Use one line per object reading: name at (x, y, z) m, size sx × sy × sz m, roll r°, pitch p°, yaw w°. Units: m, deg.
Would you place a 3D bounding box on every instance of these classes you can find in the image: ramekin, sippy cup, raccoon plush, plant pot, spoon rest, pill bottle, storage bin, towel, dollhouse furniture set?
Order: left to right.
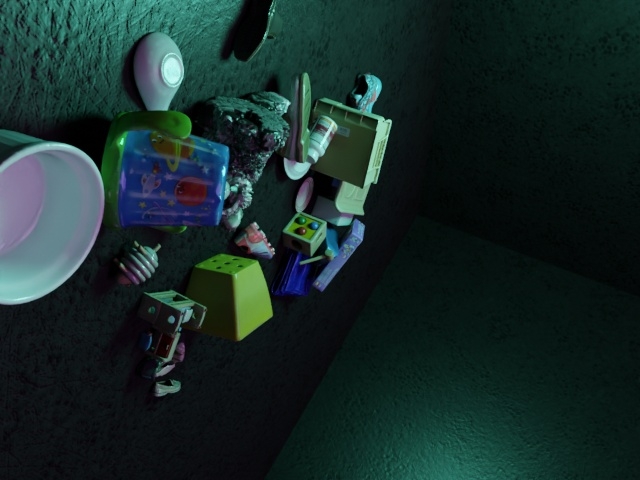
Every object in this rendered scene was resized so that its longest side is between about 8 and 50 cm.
ramekin at (-0.506, -0.046, 0.959) m, size 0.277 × 0.135 × 0.277 m, roll -53°, pitch 156°, yaw -36°
spoon rest at (-0.336, -0.307, 1.263) m, size 0.137 × 0.084 × 0.277 m, roll -49°, pitch 141°, yaw -47°
dollhouse furniture set at (-0.414, 0.245, 1.561) m, size 0.184 × 0.128 × 0.129 m, roll -70°, pitch 162°, yaw 6°
sippy cup at (-0.302, -0.125, 1.173) m, size 0.305 × 0.223 × 0.240 m, roll -152°, pitch -109°, yaw -80°
plant pot at (-0.281, 0.155, 1.746) m, size 0.212 × 0.212 × 0.187 m, roll -32°, pitch 128°, yaw -61°
raccoon plush at (-0.194, -0.212, 1.574) m, size 0.446 × 0.216 × 0.299 m, roll -35°, pitch 150°, yaw -59°
towel at (-0.090, 0.132, 2.432) m, size 0.228 × 0.076 × 0.308 m, roll -67°, pitch 162°, yaw 0°
pill bottle at (-0.012, -0.338, 1.963) m, size 0.152 × 0.086 × 0.086 m, roll -62°, pitch 161°, yaw -17°
storage bin at (0.090, -0.353, 2.092) m, size 0.123 × 0.262 × 0.261 m, roll -35°, pitch 143°, yaw -55°

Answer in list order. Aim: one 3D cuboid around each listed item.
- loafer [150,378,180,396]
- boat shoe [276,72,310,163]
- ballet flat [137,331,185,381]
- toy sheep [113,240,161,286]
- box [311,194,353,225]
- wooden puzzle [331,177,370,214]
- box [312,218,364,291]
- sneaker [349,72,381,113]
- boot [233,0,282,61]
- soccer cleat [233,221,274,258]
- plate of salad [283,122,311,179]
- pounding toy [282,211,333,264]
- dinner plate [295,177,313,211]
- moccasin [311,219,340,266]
loafer at (-0.467, 0.444, 1.782) m, size 0.125 × 0.045 × 0.039 m, roll 2°, pitch 103°, yaw -68°
boat shoe at (-0.090, -0.373, 1.795) m, size 0.113 × 0.103 × 0.303 m, roll -70°, pitch 168°, yaw -49°
ballet flat at (-0.441, 0.341, 1.692) m, size 0.203 × 0.074 × 0.074 m, roll -42°, pitch 149°, yaw -54°
toy sheep at (-0.429, 0.054, 1.374) m, size 0.132 × 0.091 × 0.091 m, roll -42°, pitch 154°, yaw -15°
box at (0.059, -0.127, 2.468) m, size 0.170 × 0.130 × 0.091 m, roll -7°, pitch 119°, yaw -70°
wooden puzzle at (0.141, -0.283, 2.356) m, size 0.322 × 0.080 × 0.348 m, roll 0°, pitch 106°, yaw -68°
box at (0.079, 0.060, 2.487) m, size 0.293 × 0.057 × 0.201 m, roll -53°, pitch -174°, yaw 20°
sneaker at (0.147, -0.546, 2.338) m, size 0.125 × 0.104 × 0.262 m, roll 14°, pitch 94°, yaw -54°
boot at (-0.149, -0.533, 1.517) m, size 0.198 × 0.076 × 0.137 m, roll -65°, pitch 167°, yaw -4°
soccer cleat at (-0.221, 0.015, 1.954) m, size 0.095 × 0.083 × 0.248 m, roll -34°, pitch 161°, yaw -6°
plate of salad at (-0.076, -0.310, 2.007) m, size 0.200 × 0.048 × 0.200 m, roll -39°, pitch 138°, yaw -46°
pounding toy at (-0.039, 0.002, 2.216) m, size 0.181 × 0.205 × 0.094 m, roll -54°, pitch 157°, yaw -36°
dinner plate at (-0.066, -0.177, 2.240) m, size 0.141 × 0.017 × 0.141 m, roll -54°, pitch 158°, yaw -34°
moccasin at (0.000, 0.000, 2.428) m, size 0.116 × 0.138 × 0.342 m, roll -37°, pitch -169°, yaw 14°
